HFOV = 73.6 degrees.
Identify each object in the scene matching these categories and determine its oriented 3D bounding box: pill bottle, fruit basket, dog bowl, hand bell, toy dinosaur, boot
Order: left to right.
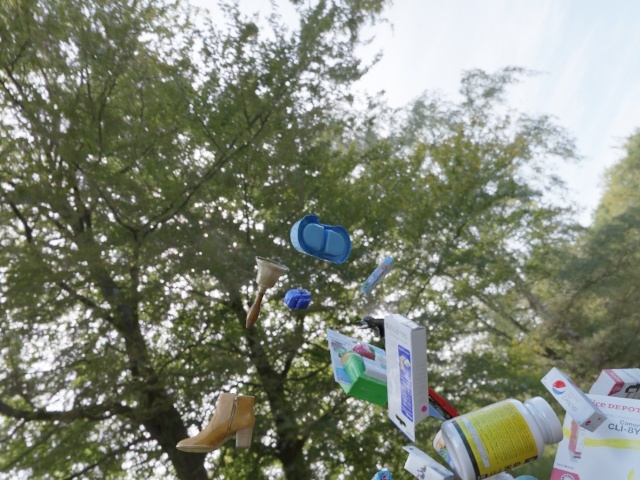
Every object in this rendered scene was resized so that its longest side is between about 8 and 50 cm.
[{"bbox_3d":[-0.411,0.719,1.704,0.296,0.211,0.104,-1,-35,-6],"label":"boot"},{"bbox_3d":[-0.209,0.189,1.485,0.126,0.126,0.241,18,-85,-50],"label":"hand bell"},{"bbox_3d":[0.000,0.000,1.811,0.297,0.074,0.165,20,-107,-36],"label":"dog bowl"},{"bbox_3d":[0.192,0.534,1.878,0.327,0.353,0.165,25,-65,-15],"label":"fruit basket"},{"bbox_3d":[0.313,0.405,1.769,0.160,0.313,0.121,-45,-12,23],"label":"toy dinosaur"},{"bbox_3d":[0.546,0.782,1.510,0.153,0.272,0.152,-16,-56,-26],"label":"pill bottle"},{"bbox_3d":[0.576,0.624,1.367,0.334,0.187,0.187,-19,-39,-2],"label":"pill bottle"}]

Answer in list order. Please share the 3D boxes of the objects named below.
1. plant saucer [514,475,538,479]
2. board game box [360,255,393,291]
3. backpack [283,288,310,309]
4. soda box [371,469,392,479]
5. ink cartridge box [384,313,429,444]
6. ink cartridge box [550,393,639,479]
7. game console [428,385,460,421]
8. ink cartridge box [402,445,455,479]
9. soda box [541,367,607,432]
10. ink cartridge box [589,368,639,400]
[{"bbox_3d":[0.820,0.990,1.696,0.119,0.119,0.021,-55,-1,16],"label":"plant saucer"},{"bbox_3d":[0.292,0.183,2.178,0.211,0.039,0.160,-47,-19,-6],"label":"board game box"},{"bbox_3d":[-0.117,0.301,2.183,0.120,0.101,0.097,8,-68,-34],"label":"backpack"},{"bbox_3d":[0.330,1.301,2.310,0.071,0.067,0.210,-8,-38,-11],"label":"soda box"},{"bbox_3d":[0.277,0.437,1.386,0.069,0.176,0.370,-4,-83,-18],"label":"ink cartridge box"},{"bbox_3d":[0.973,0.731,1.436,0.160,0.279,0.384,41,-117,-18],"label":"ink cartridge box"},{"bbox_3d":[0.476,0.782,2.153,0.342,0.387,0.060,41,-114,-15],"label":"game console"},{"bbox_3d":[0.383,0.834,1.570,0.104,0.181,0.061,28,-94,-48],"label":"ink cartridge box"},{"bbox_3d":[0.859,0.538,1.461,0.069,0.216,0.073,30,-74,-18],"label":"soda box"},{"bbox_3d":[1.151,0.563,1.641,0.175,0.072,0.127,2,-63,-12],"label":"ink cartridge box"}]
